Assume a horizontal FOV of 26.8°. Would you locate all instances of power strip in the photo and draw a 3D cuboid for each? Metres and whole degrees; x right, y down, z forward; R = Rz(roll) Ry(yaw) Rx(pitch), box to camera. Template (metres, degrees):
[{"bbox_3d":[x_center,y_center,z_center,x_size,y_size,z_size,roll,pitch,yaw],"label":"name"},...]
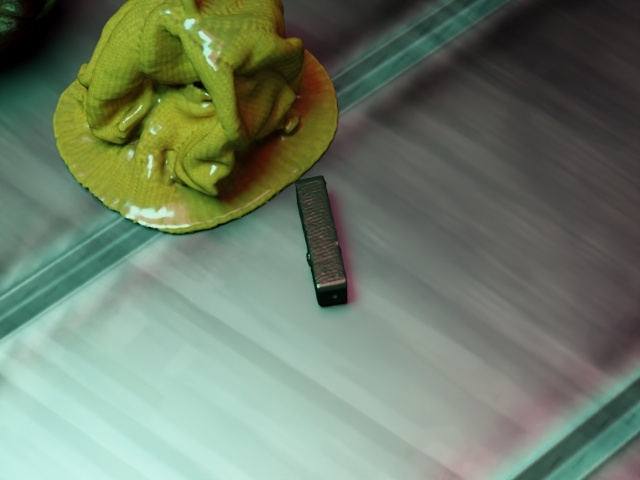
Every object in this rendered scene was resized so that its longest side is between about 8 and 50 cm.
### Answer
[{"bbox_3d":[0.000,0.000,1.128,0.029,0.038,0.111,-11,62,-3],"label":"power strip"}]

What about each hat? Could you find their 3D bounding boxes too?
[{"bbox_3d":[-0.113,-0.162,1.107,0.244,0.233,0.233,22,64,11],"label":"hat"}]

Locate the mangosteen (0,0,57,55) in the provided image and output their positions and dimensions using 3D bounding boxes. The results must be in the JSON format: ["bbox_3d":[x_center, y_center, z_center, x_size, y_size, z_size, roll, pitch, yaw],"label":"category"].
[{"bbox_3d":[-0.321,-0.249,1.185,0.216,0.216,0.216,0,62,1],"label":"mangosteen"}]
